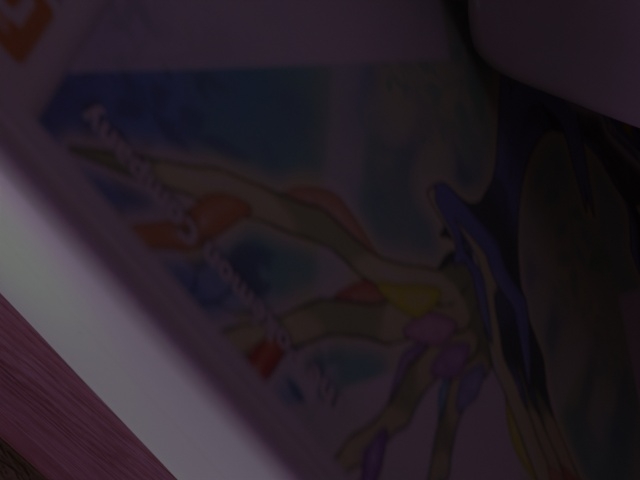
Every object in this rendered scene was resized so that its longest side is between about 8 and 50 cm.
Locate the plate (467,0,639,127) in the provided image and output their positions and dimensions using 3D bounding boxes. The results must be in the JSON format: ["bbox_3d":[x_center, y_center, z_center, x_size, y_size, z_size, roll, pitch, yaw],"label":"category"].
[{"bbox_3d":[0.146,-0.119,0.304,0.277,0.045,0.278,27,136,36],"label":"plate"}]

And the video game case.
[{"bbox_3d":[0.037,-0.028,0.462,0.036,0.300,0.329,-19,123,33],"label":"video game case"}]
